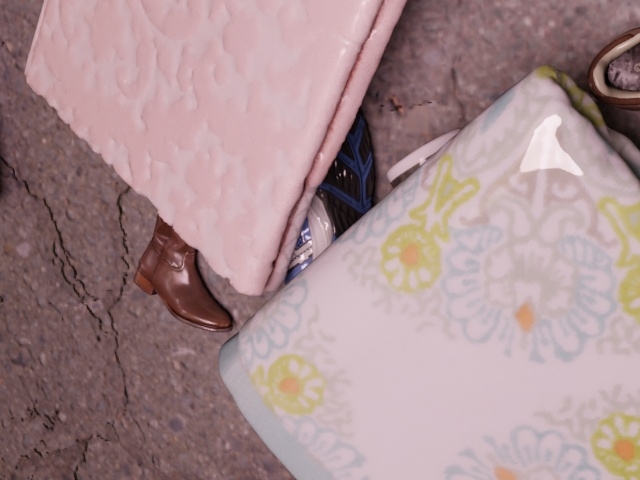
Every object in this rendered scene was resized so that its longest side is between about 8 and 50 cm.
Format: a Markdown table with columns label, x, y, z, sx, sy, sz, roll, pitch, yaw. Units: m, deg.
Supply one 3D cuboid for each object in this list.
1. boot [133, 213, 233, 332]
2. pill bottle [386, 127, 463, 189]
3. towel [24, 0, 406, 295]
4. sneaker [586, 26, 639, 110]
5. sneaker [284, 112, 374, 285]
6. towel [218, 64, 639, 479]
| label | x | y | z | sx | sy | sz | roll | pitch | yaw |
| --- | --- | --- | --- | --- | --- | --- | --- | --- | --- |
| boot | -0.100 | 0.007 | 0.974 | 0.106 | 0.037 | 0.114 | 30 | 112 | 18 |
| pill bottle | 0.101 | -0.014 | 0.827 | 0.065 | 0.065 | 0.116 | -33 | 85 | 33 |
| towel | -0.083 | -0.174 | 0.856 | 0.332 | 0.053 | 0.317 | 42 | 123 | 32 |
| sneaker | 0.250 | -0.118 | 0.706 | 0.188 | 0.071 | 0.066 | -21 | 91 | 34 |
| sneaker | 0.000 | 0.000 | 0.895 | 0.081 | 0.080 | 0.211 | 4 | 101 | 45 |
| towel | 0.154 | 0.121 | 0.777 | 0.374 | 0.090 | 0.320 | 47 | 117 | -3 |
